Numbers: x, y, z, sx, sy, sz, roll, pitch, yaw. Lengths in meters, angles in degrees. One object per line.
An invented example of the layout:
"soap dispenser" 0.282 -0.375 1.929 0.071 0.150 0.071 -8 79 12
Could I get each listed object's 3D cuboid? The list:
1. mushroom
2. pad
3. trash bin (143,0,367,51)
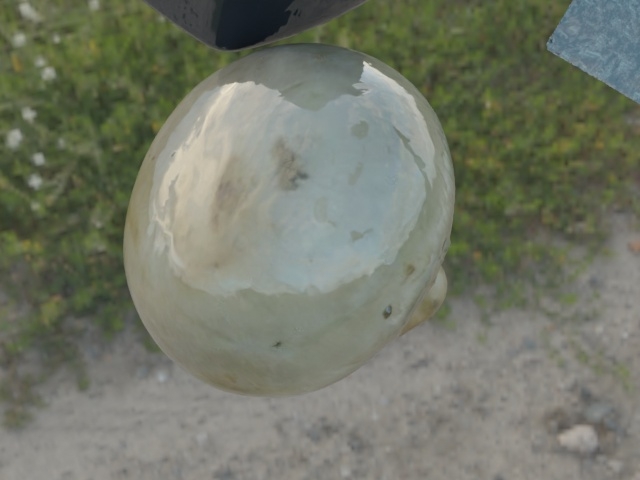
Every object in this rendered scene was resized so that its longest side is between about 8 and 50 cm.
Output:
"mushroom" 0.000 0.000 0.874 0.207 0.215 0.207 -18 58 30
"pad" 0.320 -0.231 1.319 0.158 0.235 0.003 29 4 -8
"trash bin" -0.022 -0.271 0.868 0.182 0.290 0.209 38 48 25
